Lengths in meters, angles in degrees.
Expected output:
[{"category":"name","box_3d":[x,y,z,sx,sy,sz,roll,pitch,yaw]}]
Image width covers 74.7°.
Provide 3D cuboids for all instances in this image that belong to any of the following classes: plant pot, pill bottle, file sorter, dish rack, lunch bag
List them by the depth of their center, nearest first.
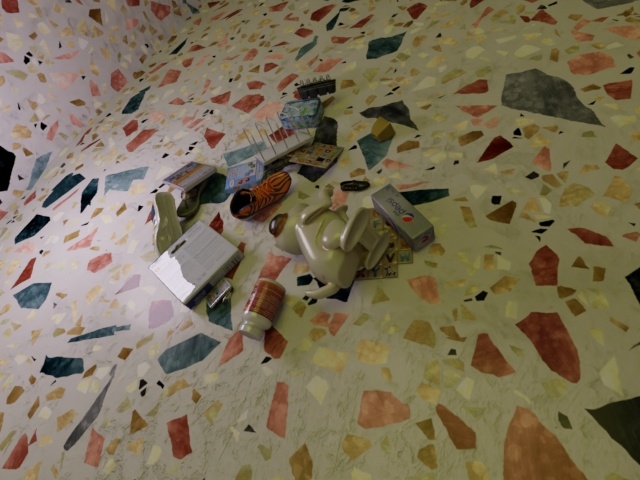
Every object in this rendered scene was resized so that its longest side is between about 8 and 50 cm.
[{"category":"pill bottle","box_3d":[-0.223,0.259,1.580,0.121,0.121,0.216,7,59,26]},{"category":"plant pot","box_3d":[0.286,-0.512,1.964,0.083,0.081,0.081,-46,51,2]},{"category":"file sorter","box_3d":[-0.212,-0.523,2.057,0.278,0.173,0.193,-30,30,-9]},{"category":"lunch bag","box_3d":[-0.099,-0.679,2.232,0.219,0.090,0.176,0,52,21]},{"category":"dish rack","box_3d":[-0.024,-0.845,2.282,0.209,0.074,0.271,-11,35,2]}]

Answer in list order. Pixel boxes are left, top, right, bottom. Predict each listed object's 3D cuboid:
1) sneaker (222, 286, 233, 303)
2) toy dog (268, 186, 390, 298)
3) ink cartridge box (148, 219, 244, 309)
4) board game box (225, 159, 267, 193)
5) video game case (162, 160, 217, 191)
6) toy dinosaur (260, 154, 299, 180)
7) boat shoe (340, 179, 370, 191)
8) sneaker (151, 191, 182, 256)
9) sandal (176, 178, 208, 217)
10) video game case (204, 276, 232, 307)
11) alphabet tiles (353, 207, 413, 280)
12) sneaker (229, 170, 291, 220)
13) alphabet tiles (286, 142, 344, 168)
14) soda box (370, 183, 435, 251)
[{"category":"sneaker","box_3d":[-0.389,0.227,1.734,0.035,0.031,0.083,-6,49,35]},{"category":"toy dog","box_3d":[0.000,0.000,1.607,0.408,0.285,0.395,27,92,39]},{"category":"ink cartridge box","box_3d":[-0.555,0.096,1.866,0.330,0.071,0.324,32,71,37]},{"category":"board game box","box_3d":[-0.373,-0.328,2.119,0.212,0.039,0.160,-13,52,12]},{"category":"video game case","box_3d":[-0.691,-0.340,2.203,0.204,0.025,0.285,-41,38,-24]},{"category":"toy dinosaur","box_3d":[-0.203,-0.363,2.042,0.268,0.064,0.118,-34,22,-21]},{"category":"boat shoe","box_3d":[0.151,-0.243,1.846,0.133,0.042,0.048,-4,53,18]},{"category":"sneaker","box_3d":[-0.750,-0.055,2.036,0.131,0.148,0.349,2,67,-28]},{"category":"sandal","box_3d":[-0.669,-0.241,2.144,0.120,0.086,0.302,-4,55,20]},{"category":"video game case","box_3d":[-0.426,0.215,1.742,0.122,0.011,0.087,-47,37,-6]},{"category":"alphabet tiles","box_3d":[0.220,0.002,1.659,0.285,0.011,0.342,-6,54,18]},{"category":"sneaker","box_3d":[-0.268,-0.205,1.882,0.321,0.180,0.124,-40,83,-1]},{"category":"alphabet tiles","box_3d":[-0.034,-0.418,2.014,0.237,0.009,0.198,15,46,23]},{"category":"soda box","box_3d":[0.314,-0.093,1.624,0.098,0.091,0.286,-33,51,-5]}]
